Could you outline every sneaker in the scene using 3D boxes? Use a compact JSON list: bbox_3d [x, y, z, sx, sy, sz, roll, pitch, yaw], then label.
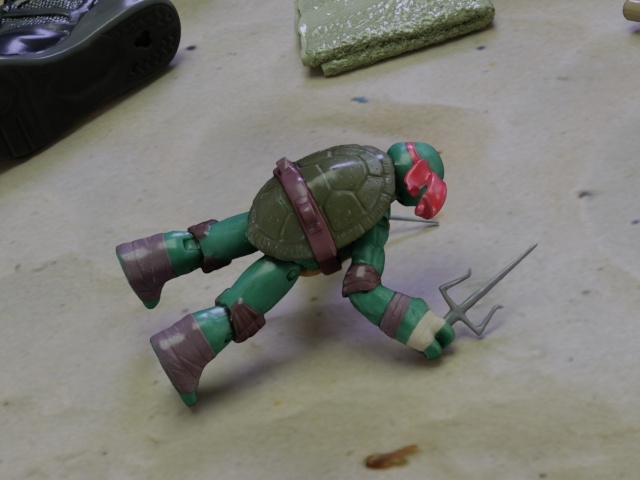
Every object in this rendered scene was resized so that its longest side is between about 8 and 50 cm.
[{"bbox_3d":[-0.230,-0.135,1.441,0.227,0.087,0.130,-34,37,-26],"label":"sneaker"}]

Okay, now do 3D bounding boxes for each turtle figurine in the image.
[{"bbox_3d":[0.000,0.000,1.153,0.234,0.118,0.175,-24,36,0],"label":"turtle figurine"}]

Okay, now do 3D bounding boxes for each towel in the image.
[{"bbox_3d":[0.052,-0.175,1.426,0.148,0.027,0.110,-15,37,3],"label":"towel"}]

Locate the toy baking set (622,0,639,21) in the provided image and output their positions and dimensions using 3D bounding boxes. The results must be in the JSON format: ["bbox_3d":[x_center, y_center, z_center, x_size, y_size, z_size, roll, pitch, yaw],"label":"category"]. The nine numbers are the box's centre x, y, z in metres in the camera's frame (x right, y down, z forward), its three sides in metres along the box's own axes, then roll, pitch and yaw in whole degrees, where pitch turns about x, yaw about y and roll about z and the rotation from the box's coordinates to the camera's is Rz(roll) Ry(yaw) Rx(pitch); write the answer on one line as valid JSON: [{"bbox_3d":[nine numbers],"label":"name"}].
[{"bbox_3d":[0.341,-0.192,1.329,0.256,0.030,0.197,19,49,39],"label":"toy baking set"}]
